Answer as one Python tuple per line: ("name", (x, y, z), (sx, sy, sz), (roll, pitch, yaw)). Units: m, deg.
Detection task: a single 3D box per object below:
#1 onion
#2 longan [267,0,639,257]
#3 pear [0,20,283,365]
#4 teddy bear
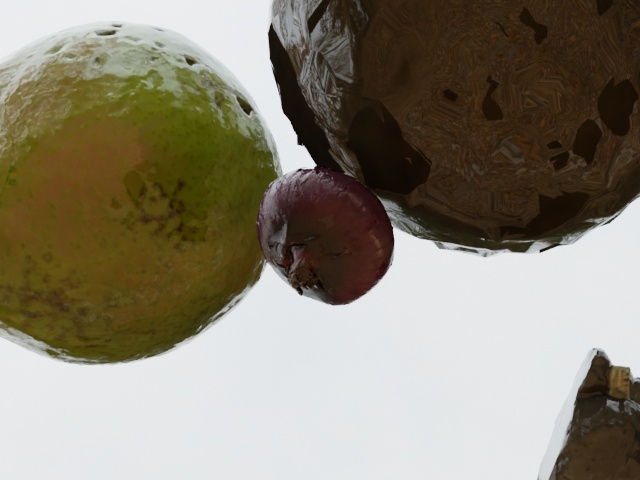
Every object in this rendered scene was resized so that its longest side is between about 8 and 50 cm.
("onion", (0.000, 0.000, 1.130), (0.115, 0.115, 0.104), (86, -153, -43))
("longan", (0.135, -0.175, 1.251), (0.391, 0.391, 0.391), (-15, -46, -16))
("pear", (-0.238, -0.046, 1.542), (0.391, 0.391, 0.391), (-15, -46, -16))
("teddy bear", (0.300, 0.210, 1.271), (0.251, 0.144, 0.171), (29, -43, -5))
